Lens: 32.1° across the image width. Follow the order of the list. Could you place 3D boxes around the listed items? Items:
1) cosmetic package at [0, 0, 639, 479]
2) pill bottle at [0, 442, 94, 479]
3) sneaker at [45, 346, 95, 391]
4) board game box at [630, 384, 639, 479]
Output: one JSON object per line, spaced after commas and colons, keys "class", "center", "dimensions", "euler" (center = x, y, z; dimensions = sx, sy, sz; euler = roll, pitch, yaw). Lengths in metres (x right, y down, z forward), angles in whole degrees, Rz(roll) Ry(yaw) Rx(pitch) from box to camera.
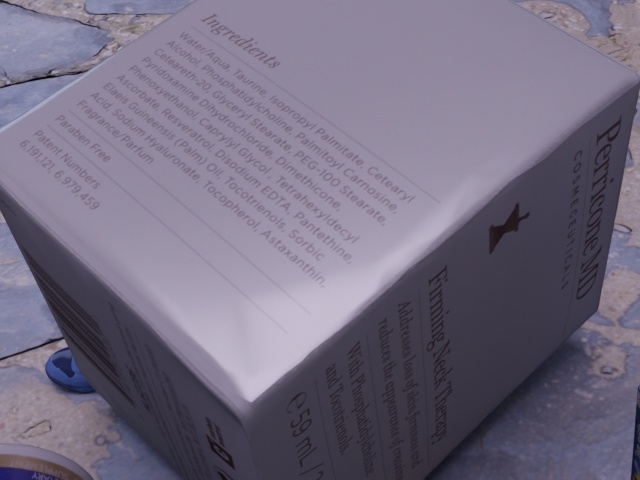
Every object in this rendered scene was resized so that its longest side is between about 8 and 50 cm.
{"class": "cosmetic package", "center": [0.000, 0.000, 0.933], "dimensions": [0.393, 0.329, 0.327], "euler": [-39, 58, -21]}
{"class": "pill bottle", "center": [-0.247, 0.298, 0.834], "dimensions": [0.153, 0.153, 0.265], "euler": [-8, 40, 1]}
{"class": "sneaker", "center": [-0.209, 0.117, 1.114], "dimensions": [0.144, 0.059, 0.053], "euler": [-1, 43, 11]}
{"class": "board game box", "center": [0.303, 0.174, 0.837], "dimensions": [0.136, 0.201, 0.035], "euler": [-12, 39, -5]}
